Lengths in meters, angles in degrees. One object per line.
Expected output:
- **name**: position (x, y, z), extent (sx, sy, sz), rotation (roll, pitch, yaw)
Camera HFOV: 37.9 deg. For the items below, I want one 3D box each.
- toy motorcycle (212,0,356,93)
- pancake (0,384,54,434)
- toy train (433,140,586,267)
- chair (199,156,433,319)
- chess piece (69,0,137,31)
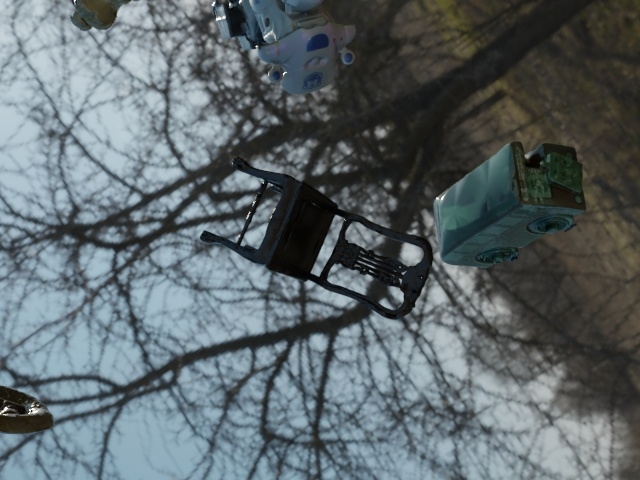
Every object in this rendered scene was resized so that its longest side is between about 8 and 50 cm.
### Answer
- **toy motorcycle**: position (-0.040, -0.222, 0.929), extent (0.221, 0.102, 0.150), rotation (-153, 48, -67)
- **pancake**: position (-0.279, 0.130, 0.737), extent (0.140, 0.022, 0.139), rotation (12, 176, 1)
- **toy train**: position (0.300, -0.049, 1.567), extent (0.159, 0.326, 0.129), rotation (7, -113, -23)
- **chair**: position (0.000, 0.000, 1.044), extent (0.229, 0.106, 0.113), rotation (21, 178, 27)
- **chess piece**: position (-0.194, -0.272, 0.956), extent (0.060, 0.172, 0.060), rotation (43, -153, -28)
